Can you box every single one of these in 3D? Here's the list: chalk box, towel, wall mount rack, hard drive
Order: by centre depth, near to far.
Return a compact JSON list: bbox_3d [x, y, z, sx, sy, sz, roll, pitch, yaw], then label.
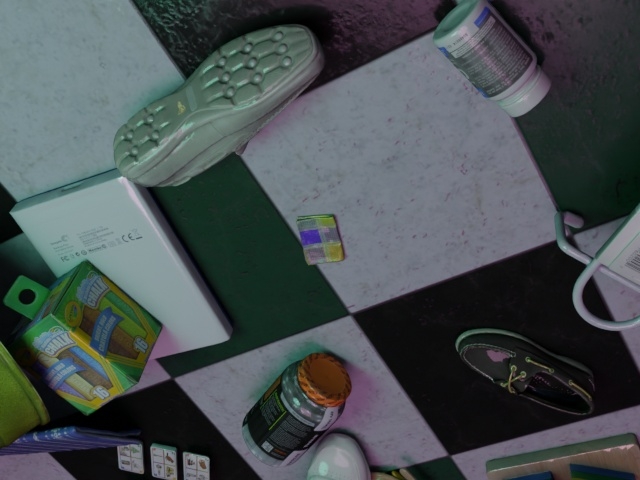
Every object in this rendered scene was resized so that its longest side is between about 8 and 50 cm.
[{"bbox_3d":[0.486,-0.020,1.050,0.304,0.130,0.350,27,125,-6],"label":"wall mount rack"},{"bbox_3d":[0.000,0.000,1.208,0.060,0.009,0.083,-4,125,13],"label":"towel"},{"bbox_3d":[-0.368,0.131,1.237,0.132,0.132,0.213,-32,116,29],"label":"chalk box"},{"bbox_3d":[-0.297,0.048,1.273,0.210,0.040,0.319,-15,122,20],"label":"hard drive"},{"bbox_3d":[-0.513,0.344,1.445,0.336,0.040,0.243,-8,163,14],"label":"towel"}]

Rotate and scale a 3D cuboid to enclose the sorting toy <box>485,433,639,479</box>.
[{"bbox_3d":[0.448,0.472,1.427,0.255,0.089,0.257,-17,121,20],"label":"sorting toy"}]

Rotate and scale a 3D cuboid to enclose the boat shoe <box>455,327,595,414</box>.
[{"bbox_3d":[0.314,0.201,1.265,0.227,0.069,0.081,19,126,-5],"label":"boat shoe"}]

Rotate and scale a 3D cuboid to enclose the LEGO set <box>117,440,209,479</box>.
[{"bbox_3d":[-0.289,0.475,1.590,0.182,0.060,0.244,8,119,10],"label":"LEGO set"}]

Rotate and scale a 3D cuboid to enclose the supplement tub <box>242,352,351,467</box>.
[{"bbox_3d":[-0.037,0.273,1.346,0.117,0.117,0.190,30,125,-12],"label":"supplement tub"}]

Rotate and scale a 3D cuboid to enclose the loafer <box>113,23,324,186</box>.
[{"bbox_3d":[-0.123,-0.165,1.063,0.319,0.112,0.111,-26,153,24],"label":"loafer"}]

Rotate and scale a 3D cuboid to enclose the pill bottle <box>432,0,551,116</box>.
[{"bbox_3d":[0.204,-0.214,0.977,0.137,0.078,0.078,41,122,-19],"label":"pill bottle"}]

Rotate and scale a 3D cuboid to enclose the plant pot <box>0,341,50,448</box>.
[{"bbox_3d":[-0.649,0.236,1.182,0.366,0.353,0.366,36,150,25],"label":"plant pot"}]

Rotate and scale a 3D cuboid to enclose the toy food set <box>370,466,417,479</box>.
[{"bbox_3d":[0.117,0.464,1.514,0.192,0.038,0.132,-29,109,32],"label":"toy food set"}]

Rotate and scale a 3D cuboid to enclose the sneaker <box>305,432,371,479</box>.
[{"bbox_3d":[0.013,0.487,1.425,0.114,0.152,0.305,12,95,9],"label":"sneaker"}]
